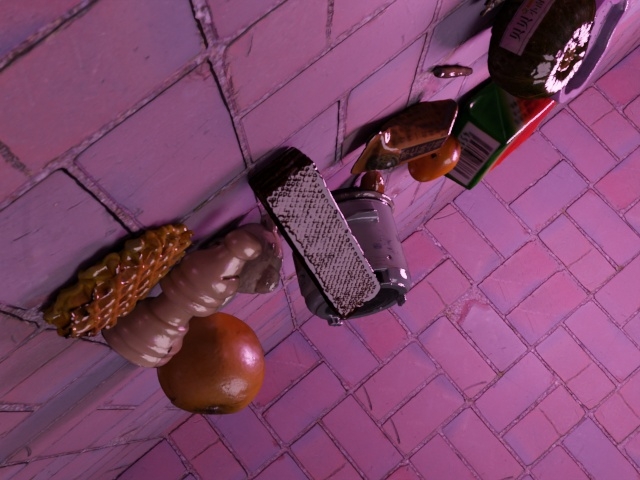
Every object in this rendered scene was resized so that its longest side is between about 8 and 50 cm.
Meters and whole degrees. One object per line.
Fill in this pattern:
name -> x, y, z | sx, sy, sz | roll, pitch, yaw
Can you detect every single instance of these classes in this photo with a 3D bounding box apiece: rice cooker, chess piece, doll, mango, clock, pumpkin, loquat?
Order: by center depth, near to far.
chess piece -> -0.232, 0.088, 1.284 | 0.307, 0.139, 0.124 | -43, -168, 16
doll -> -0.188, 0.061, 1.434 | 0.149, 0.175, 0.278 | 15, 145, -31
pumpkin -> 0.427, -0.408, 1.463 | 0.260, 0.189, 0.260 | -37, 147, -30
rice cooker -> 0.062, 0.022, 1.646 | 0.265, 0.316, 0.316 | -8, 161, -13
loquat -> -0.264, 0.300, 1.739 | 0.263, 0.263, 0.263 | -39, 170, -8
clock -> 0.633, -0.507, 1.778 | 0.338, 0.102, 0.338 | -44, 155, -27
mango -> 0.306, -0.221, 1.979 | 0.145, 0.112, 0.219 | -41, 175, -13

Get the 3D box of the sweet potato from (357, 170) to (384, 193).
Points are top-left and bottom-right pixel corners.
sweet potato -> 0.104, -0.081, 1.902 | 0.106, 0.095, 0.354 | -5, 155, -23

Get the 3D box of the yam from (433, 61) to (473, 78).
yam -> 0.291, -0.365, 1.561 | 0.027, 0.029, 0.234 | -15, -174, 30

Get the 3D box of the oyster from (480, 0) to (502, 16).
oyster -> 0.359, -0.460, 1.286 | 0.200, 0.061, 0.106 | -40, 169, -3

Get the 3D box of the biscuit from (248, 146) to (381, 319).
biscuit -> 0.000, 0.000, 1.342 | 0.107, 0.073, 0.388 | -39, 133, -8

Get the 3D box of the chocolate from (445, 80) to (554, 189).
chocolate -> 0.510, -0.341, 2.064 | 0.341, 0.161, 0.360 | -40, 170, -19

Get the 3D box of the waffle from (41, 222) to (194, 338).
waffle -> -0.305, 0.060, 1.137 | 0.238, 0.058, 0.243 | -46, 171, 16

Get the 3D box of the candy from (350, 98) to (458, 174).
candy -> 0.176, -0.218, 1.568 | 0.271, 0.101, 0.143 | -27, 158, -35
